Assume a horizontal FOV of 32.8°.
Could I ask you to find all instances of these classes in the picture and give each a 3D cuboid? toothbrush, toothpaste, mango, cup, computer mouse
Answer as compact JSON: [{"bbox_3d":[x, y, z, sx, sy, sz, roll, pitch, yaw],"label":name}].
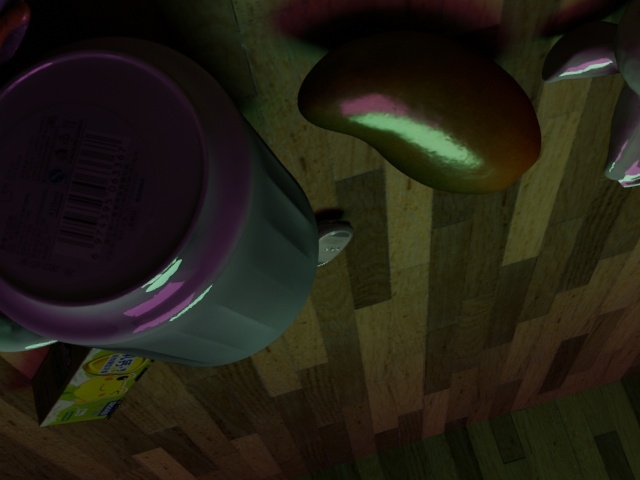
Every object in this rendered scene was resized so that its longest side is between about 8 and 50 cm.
[{"bbox_3d":[-0.297,-0.111,0.886,0.031,0.023,0.321,-11,168,-37],"label":"toothbrush"},{"bbox_3d":[-0.315,0.172,1.528,0.110,0.077,0.327,-2,154,-29],"label":"toothpaste"},{"bbox_3d":[0.108,-0.128,1.055,0.146,0.129,0.289,-19,156,32],"label":"mango"},{"bbox_3d":[-0.180,0.000,0.938,0.322,0.237,0.327,-27,167,5],"label":"cup"},{"bbox_3d":[-0.001,-0.002,1.398,0.066,0.039,0.096,3,143,-42],"label":"computer mouse"}]

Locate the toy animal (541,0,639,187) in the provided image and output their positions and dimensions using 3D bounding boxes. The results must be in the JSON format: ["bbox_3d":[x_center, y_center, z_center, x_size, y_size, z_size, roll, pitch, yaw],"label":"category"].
[{"bbox_3d":[0.384,-0.185,1.032,0.325,0.208,0.154,-34,177,43],"label":"toy animal"}]

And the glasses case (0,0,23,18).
[{"bbox_3d":[-0.288,-0.163,0.788,0.178,0.045,0.067,-25,164,17],"label":"glasses case"}]

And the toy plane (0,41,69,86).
[{"bbox_3d":[-0.236,-0.136,0.915,0.120,0.031,0.049,-24,163,22],"label":"toy plane"}]
